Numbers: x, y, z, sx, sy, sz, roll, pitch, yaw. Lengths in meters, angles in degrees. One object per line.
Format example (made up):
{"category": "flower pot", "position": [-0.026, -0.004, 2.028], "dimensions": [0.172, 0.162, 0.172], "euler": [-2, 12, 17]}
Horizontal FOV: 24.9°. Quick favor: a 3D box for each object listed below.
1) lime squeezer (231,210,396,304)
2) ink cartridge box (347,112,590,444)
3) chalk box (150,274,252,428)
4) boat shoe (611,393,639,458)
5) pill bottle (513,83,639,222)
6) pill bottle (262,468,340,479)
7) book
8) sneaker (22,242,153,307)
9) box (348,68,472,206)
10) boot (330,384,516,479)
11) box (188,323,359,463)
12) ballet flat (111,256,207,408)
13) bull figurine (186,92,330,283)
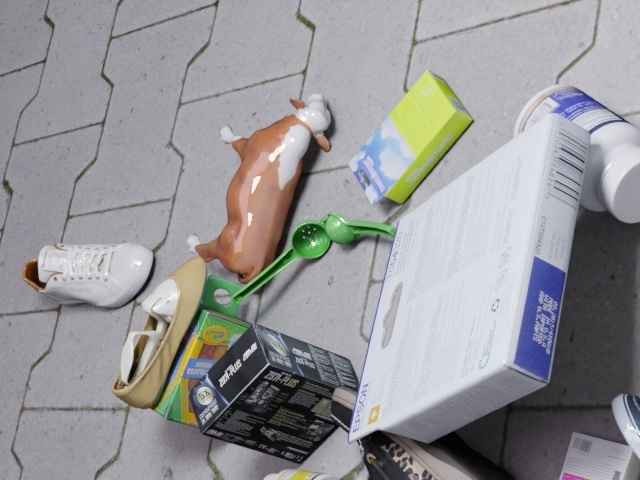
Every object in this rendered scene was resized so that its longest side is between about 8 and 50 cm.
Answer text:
{"category": "lime squeezer", "position": [0.000, 0.000, 2.041], "dimensions": [0.310, 0.059, 0.110], "euler": [-23, 11, 38]}
{"category": "ink cartridge box", "position": [0.168, 0.059, 1.656], "dimensions": [0.330, 0.071, 0.324], "euler": [-38, 31, 55]}
{"category": "chalk box", "position": [-0.169, 0.160, 2.126], "dimensions": [0.132, 0.132, 0.213], "euler": [21, 90, 52]}
{"category": "boat shoe", "position": [0.379, 0.216, 1.515], "dimensions": [0.083, 0.065, 0.183], "euler": [-42, 46, 16]}
{"category": "pill bottle", "position": [0.320, -0.098, 1.696], "dimensions": [0.112, 0.112, 0.187], "euler": [-57, 39, 12]}
{"category": "pill bottle", "position": [-0.027, 0.337, 1.922], "dimensions": [0.116, 0.065, 0.065], "euler": [-3, 70, 50]}
{"category": "book", "position": [0.296, 0.289, 1.594], "dimensions": [0.096, 0.035, 0.144], "euler": [8, 78, 55]}
{"category": "sneaker", "position": [-0.406, 0.055, 2.468], "dimensions": [0.290, 0.123, 0.106], "euler": [-14, 59, 44]}
{"category": "box", "position": [0.122, -0.136, 2.003], "dimensions": [0.178, 0.042, 0.109], "euler": [-50, 40, 21]}
{"category": "boot", "position": [0.085, 0.356, 1.731], "dimensions": [0.377, 0.138, 0.284], "euler": [31, 98, 50]}
{"category": "box", "position": [-0.058, 0.207, 1.930], "dimensions": [0.147, 0.180, 0.077], "euler": [-47, 42, 23]}
{"category": "ballet flat", "position": [-0.228, 0.125, 2.046], "dimensions": [0.080, 0.073, 0.232], "euler": [15, 83, 52]}
{"category": "bull figurine", "position": [-0.091, -0.089, 2.188], "dimensions": [0.188, 0.101, 0.310], "euler": [10, 78, 55]}
